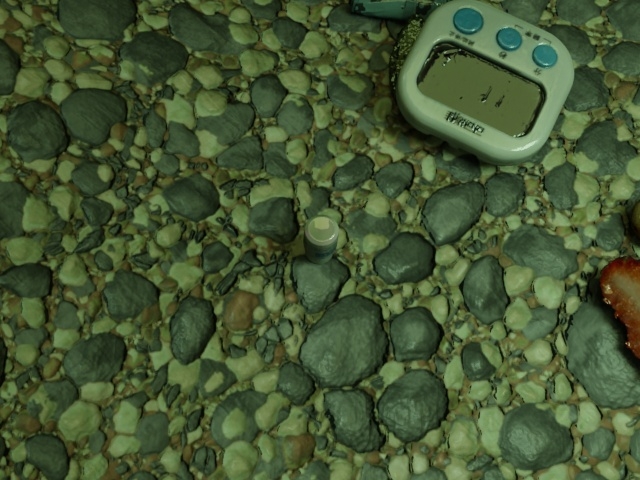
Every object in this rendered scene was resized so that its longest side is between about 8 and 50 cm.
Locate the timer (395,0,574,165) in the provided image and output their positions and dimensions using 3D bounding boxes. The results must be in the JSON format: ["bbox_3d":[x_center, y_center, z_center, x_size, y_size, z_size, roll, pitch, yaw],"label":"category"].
[{"bbox_3d":[0.263,-0.254,1.530,0.262,0.087,0.237,26,79,5],"label":"timer"}]

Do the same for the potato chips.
[{"bbox_3d":[0.224,-0.286,1.596,0.219,0.029,0.202,1,73,-2],"label":"potato chips"}]

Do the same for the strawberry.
[{"bbox_3d":[0.542,0.117,1.410,0.175,0.106,0.236,-31,65,25],"label":"strawberry"}]

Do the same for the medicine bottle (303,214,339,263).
[{"bbox_3d":[0.000,0.000,1.434,0.052,0.089,0.052,1,67,-3],"label":"medicine bottle"}]

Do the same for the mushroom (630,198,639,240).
[{"bbox_3d":[0.522,-0.023,1.473,0.088,0.072,0.129,54,40,-3],"label":"mushroom"}]

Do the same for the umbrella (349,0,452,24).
[{"bbox_3d":[0.174,-0.402,1.639,0.250,0.052,0.053,7,33,1],"label":"umbrella"}]
